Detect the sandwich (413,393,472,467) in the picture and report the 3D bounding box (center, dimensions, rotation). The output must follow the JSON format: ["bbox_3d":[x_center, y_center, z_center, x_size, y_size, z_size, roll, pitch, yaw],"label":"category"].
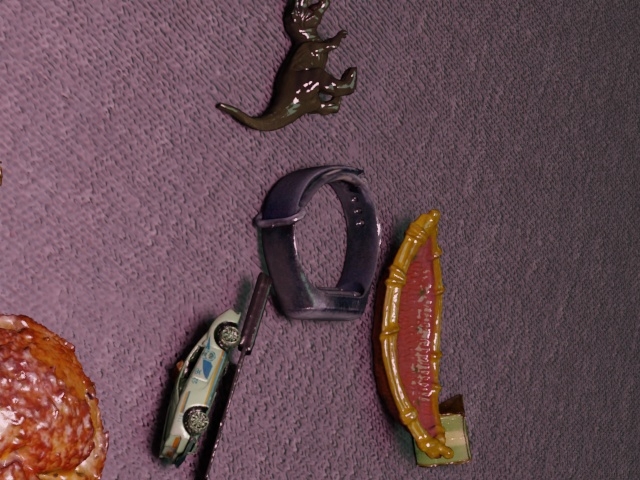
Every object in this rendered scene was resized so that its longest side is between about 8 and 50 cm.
[{"bbox_3d":[0.163,0.257,2.214,0.116,0.074,0.074,-70,152,-81],"label":"sandwich"}]

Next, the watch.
[{"bbox_3d":[0.000,0.000,1.954,0.206,0.068,0.193,7,79,-57],"label":"watch"}]

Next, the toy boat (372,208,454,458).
[{"bbox_3d":[0.122,0.121,2.090,0.141,0.099,0.318,5,82,-57],"label":"toy boat"}]

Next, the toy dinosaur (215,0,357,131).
[{"bbox_3d":[-0.051,-0.208,1.935,0.179,0.087,0.187,3,67,-18],"label":"toy dinosaur"}]

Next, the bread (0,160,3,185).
[{"bbox_3d":[-0.343,-0.060,1.434,0.069,0.140,0.128,-20,62,-35],"label":"bread"}]

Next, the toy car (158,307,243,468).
[{"bbox_3d":[-0.134,0.155,1.762,0.093,0.058,0.186,116,-6,-62],"label":"toy car"}]

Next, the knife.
[{"bbox_3d":[-0.096,0.156,1.825,0.072,0.019,0.245,111,-4,-72],"label":"knife"}]

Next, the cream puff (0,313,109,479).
[{"bbox_3d":[-0.293,0.183,1.464,0.240,0.164,0.240,14,72,-50],"label":"cream puff"}]
